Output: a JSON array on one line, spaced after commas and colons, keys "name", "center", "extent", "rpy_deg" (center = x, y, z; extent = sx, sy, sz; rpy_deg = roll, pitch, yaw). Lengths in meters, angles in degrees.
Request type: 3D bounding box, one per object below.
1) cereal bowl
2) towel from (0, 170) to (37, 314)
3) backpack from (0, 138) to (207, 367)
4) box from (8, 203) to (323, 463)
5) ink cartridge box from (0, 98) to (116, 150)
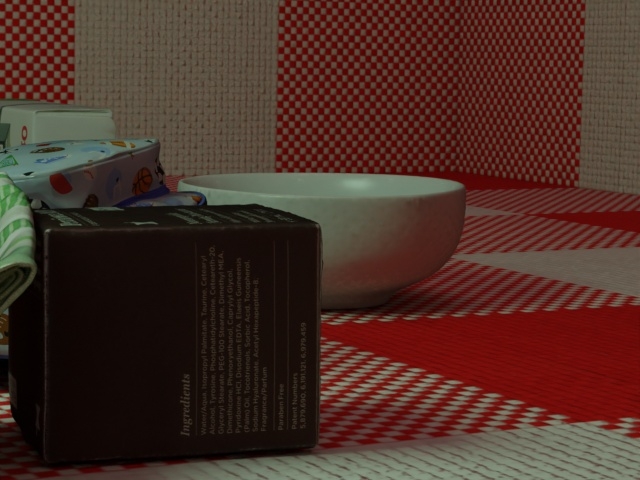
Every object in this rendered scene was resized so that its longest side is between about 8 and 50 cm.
[{"name": "cereal bowl", "center": [0.000, 0.000, 1.988], "extent": [0.339, 0.141, 0.339], "rpy_deg": [1, 6, 0]}, {"name": "towel", "center": [-0.287, 0.061, 1.133], "extent": [0.248, 0.038, 0.325], "rpy_deg": [-41, 14, 0]}, {"name": "backpack", "center": [-0.249, 0.021, 1.504], "extent": [0.263, 0.213, 0.276], "rpy_deg": [-12, 2, 26]}, {"name": "box", "center": [-0.118, 0.062, 1.270], "extent": [0.203, 0.167, 0.168], "rpy_deg": [-1, 7, -19]}, {"name": "ink cartridge box", "center": [-0.399, -0.085, 2.353], "extent": [0.121, 0.211, 0.289], "rpy_deg": [-2, 7, -33]}]
